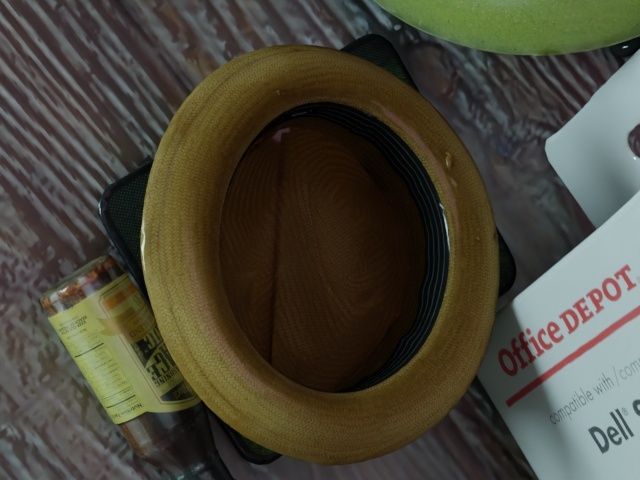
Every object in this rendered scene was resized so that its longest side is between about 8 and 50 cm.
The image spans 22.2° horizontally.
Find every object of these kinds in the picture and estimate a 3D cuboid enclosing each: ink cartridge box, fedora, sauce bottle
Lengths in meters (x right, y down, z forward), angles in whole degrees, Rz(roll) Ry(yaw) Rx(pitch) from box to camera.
[{"bbox_3d":[0.192,0.082,0.736,0.119,0.207,0.353,-24,77,-27],"label":"ink cartridge box"},{"bbox_3d":[-0.008,0.009,0.744,0.194,0.079,0.194,9,70,-27],"label":"fedora"},{"bbox_3d":[-0.076,0.068,0.727,0.042,0.042,0.128,-37,100,-28],"label":"sauce bottle"}]

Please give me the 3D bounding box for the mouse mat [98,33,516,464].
[{"bbox_3d":[0.000,0.000,0.799,0.190,0.007,0.152,-34,97,-29],"label":"mouse mat"}]

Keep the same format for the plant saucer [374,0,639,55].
[{"bbox_3d":[0.108,-0.206,0.799,0.241,0.037,0.241,-3,69,8],"label":"plant saucer"}]

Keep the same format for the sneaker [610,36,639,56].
[{"bbox_3d":[0.238,-0.144,0.914,0.227,0.130,0.087,7,70,-55],"label":"sneaker"}]
